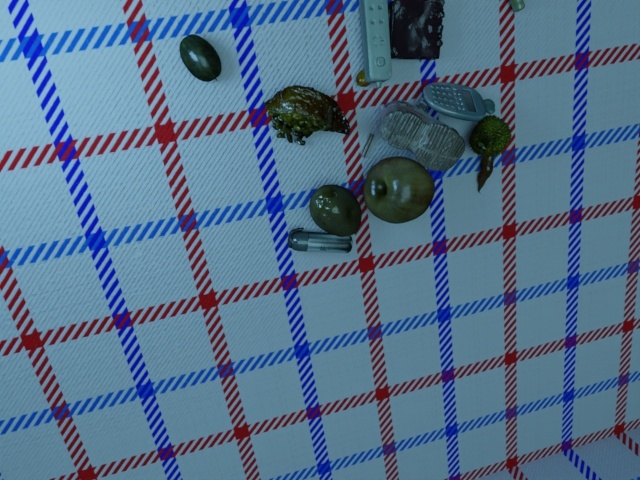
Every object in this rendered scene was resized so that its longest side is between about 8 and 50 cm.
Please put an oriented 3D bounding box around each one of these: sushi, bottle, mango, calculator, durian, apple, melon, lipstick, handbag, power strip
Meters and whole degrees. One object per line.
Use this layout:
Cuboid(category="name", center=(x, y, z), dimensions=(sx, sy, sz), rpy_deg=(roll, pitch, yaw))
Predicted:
Cuboid(category="sushi", center=(-0.053, -0.442, 1.731), dimensions=(0.296, 0.167, 0.179), rpy_deg=(11, 86, -25))
Cuboid(category="bottle", center=(0.000, 0.000, 1.927), dimensions=(0.253, 0.079, 0.096), rpy_deg=(2, 103, -14))
Cuboid(category="mango", center=(0.169, -0.602, 1.780), dimensions=(0.060, 0.046, 0.089), rpy_deg=(37, 95, -17))
Cuboid(category="calculator", center=(0.523, -0.522, 1.833), dimensions=(0.295, 0.184, 0.042), rpy_deg=(7, 144, -12))
Cuboid(category="durian", center=(0.663, -0.402, 1.883), dimensions=(0.146, 0.198, 0.159), rpy_deg=(22, 96, -9))
Cuboid(category="apple", center=(0.302, -0.192, 1.853), dimensions=(0.233, 0.256, 0.257), rpy_deg=(-7, 113, -42))
Cuboid(category="melon", center=(-0.394, -0.598, 1.612), dimensions=(0.114, 0.114, 0.167), rpy_deg=(-36, 110, 1))
Cuboid(category="lipstick", center=(0.181, -0.366, 1.878), dimensions=(0.019, 0.019, 0.094), rpy_deg=(19, 104, -18))
Cuboid(category="handbag", center=(0.342, -0.760, 1.754), dimensions=(0.216, 0.074, 0.203), rpy_deg=(-5, 110, -14))
Cuboid(category="power strip", center=(0.193, -0.734, 1.707), dimensions=(0.091, 0.062, 0.386), rpy_deg=(-9, 102, -13))

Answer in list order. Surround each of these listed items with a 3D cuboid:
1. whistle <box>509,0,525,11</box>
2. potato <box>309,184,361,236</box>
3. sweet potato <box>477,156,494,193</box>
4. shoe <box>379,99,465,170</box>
Cuboid(category="whistle", center=(0.687, -0.965, 1.770), dimensions=(0.126, 0.067, 0.258), rpy_deg=(-30, 115, -1))
Cuboid(category="potato", center=(0.061, -0.113, 1.864), dimensions=(0.177, 0.160, 0.235), rpy_deg=(-34, 113, 14))
Cuboid(category="sweet potato", center=(0.681, -0.284, 2.009), dimensions=(0.056, 0.056, 0.195), rpy_deg=(2, 114, -14))
Cuboid(category="shoe", center=(0.373, -0.408, 1.806), dimensions=(0.350, 0.198, 0.172), rpy_deg=(26, 121, -21))
